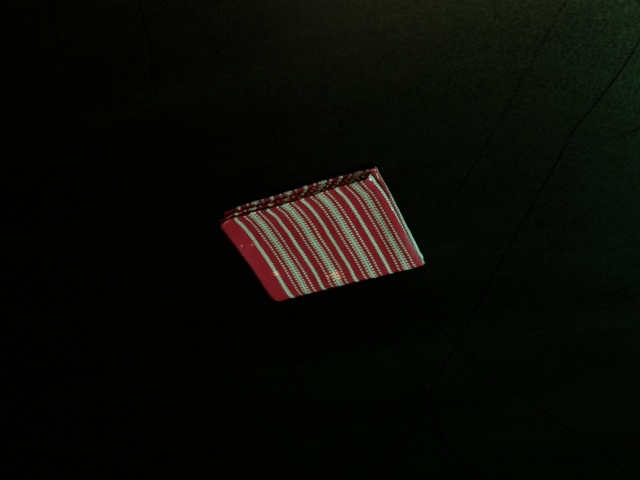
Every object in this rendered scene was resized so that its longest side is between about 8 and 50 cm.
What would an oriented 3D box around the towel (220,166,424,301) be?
[{"bbox_3d":[0.000,0.000,1.311,0.274,0.031,0.199,-15,125,24],"label":"towel"}]
